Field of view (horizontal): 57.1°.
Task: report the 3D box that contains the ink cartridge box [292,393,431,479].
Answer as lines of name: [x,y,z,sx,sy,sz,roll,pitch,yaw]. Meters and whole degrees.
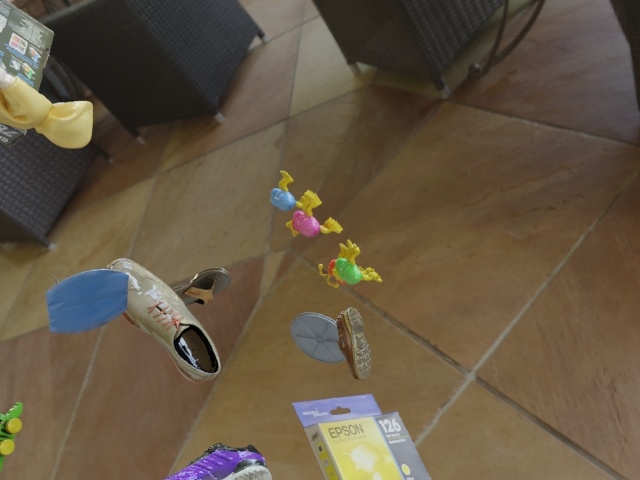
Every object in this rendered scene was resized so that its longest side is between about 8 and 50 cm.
ink cartridge box: [0.113,0.510,1.450,0.072,0.303,0.307,-47,53,31]

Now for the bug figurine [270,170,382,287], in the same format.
bug figurine: [0.000,0.000,1.100,0.072,0.279,0.216,-41,17,-6]

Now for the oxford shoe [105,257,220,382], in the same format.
oxford shoe: [-0.339,0.170,1.313,0.123,0.348,0.130,-47,10,-28]

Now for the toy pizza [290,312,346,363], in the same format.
toy pizza: [0.004,0.289,1.766,0.201,0.201,0.032,-8,30,33]

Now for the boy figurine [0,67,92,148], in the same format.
boy figurine: [-0.505,-0.236,0.949,0.177,0.285,0.092,-5,68,56]

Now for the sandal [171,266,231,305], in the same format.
sandal: [-0.328,0.140,1.552,0.219,0.090,0.060,-23,46,13]

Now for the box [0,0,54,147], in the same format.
box: [-0.683,-0.372,1.120,0.073,0.295,0.293,-23,55,31]

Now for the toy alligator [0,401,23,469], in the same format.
toy alligator: [-0.614,0.393,1.101,0.056,0.051,0.190,-15,52,34]

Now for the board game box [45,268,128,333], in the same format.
board game box: [-0.405,0.096,1.019,0.133,0.169,0.033,-14,54,-30]

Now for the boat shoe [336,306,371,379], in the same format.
boat shoe: [0.077,0.254,1.431,0.060,0.064,0.178,-31,57,35]

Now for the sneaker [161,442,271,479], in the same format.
sneaker: [-0.274,0.565,1.415,0.293,0.102,0.146,-8,28,-15]
